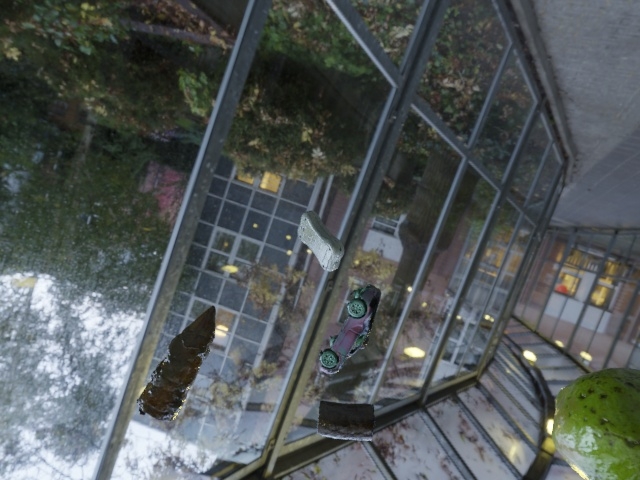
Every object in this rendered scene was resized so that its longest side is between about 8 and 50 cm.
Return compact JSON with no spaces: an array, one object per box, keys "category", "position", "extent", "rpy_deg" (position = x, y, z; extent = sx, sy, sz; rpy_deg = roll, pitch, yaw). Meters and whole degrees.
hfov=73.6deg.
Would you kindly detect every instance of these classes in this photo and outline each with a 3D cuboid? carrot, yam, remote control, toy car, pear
[{"category":"carrot","position":[-0.302,0.264,0.955],"extent":[0.102,0.262,0.102],"rpy_deg":[28,169,6]},{"category":"yam","position":[0.056,0.401,0.956],"extent":[0.127,0.084,0.084],"rpy_deg":[6,-174,-1]},{"category":"remote control","position":[0.000,0.000,0.830],"extent":[0.032,0.074,0.122],"rpy_deg":[-17,-125,-33]},{"category":"toy car","position":[0.044,0.127,0.598],"extent":[0.055,0.142,0.069],"rpy_deg":[28,-167,8]},{"category":"pear","position":[0.892,0.578,1.286],"extent":[0.392,0.390,0.391],"rpy_deg":[19,-175,-2]}]
